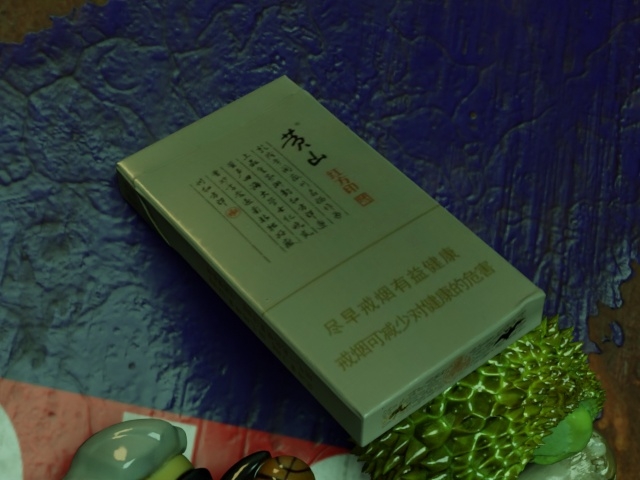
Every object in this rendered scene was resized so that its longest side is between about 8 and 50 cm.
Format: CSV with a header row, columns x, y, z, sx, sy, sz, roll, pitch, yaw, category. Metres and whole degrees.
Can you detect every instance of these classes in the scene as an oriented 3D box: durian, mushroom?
x,y,z,sx,sy,sz,roll,pitch,yaw,category
0.136,0.155,1.178,0.237,0.200,0.176,-33,64,-25,durian
0.201,0.264,1.250,0.209,0.071,0.084,-34,133,-18,mushroom

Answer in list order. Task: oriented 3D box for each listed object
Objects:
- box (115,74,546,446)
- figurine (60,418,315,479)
x,y,z,sx,sy,sz,roll,pitch,yaw,category
-0.001,0.000,1.152,0.204,0.051,0.365,-31,55,-23,box
-0.109,0.240,1.093,0.236,0.133,0.176,23,66,8,figurine
